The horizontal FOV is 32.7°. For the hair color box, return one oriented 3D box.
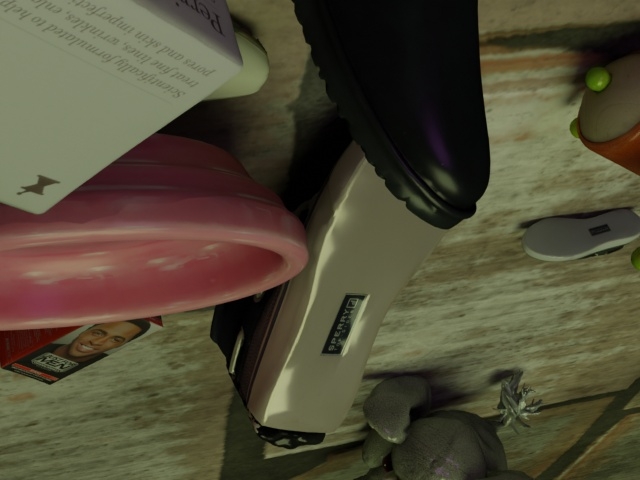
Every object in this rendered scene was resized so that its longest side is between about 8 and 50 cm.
[{"bbox_3d":[-0.228,0.084,1.033,0.141,0.043,0.072,-28,149,18],"label":"hair color box"}]

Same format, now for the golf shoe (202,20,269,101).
[{"bbox_3d":[-0.116,-0.103,0.714,0.186,0.086,0.067,-3,146,-27],"label":"golf shoe"}]

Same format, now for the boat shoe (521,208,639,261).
[{"bbox_3d":[0.273,0.001,1.149,0.142,0.049,0.040,-9,152,-18],"label":"boat shoe"}]

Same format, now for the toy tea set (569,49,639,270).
[{"bbox_3d":[0.325,-0.135,0.812,0.124,0.200,0.336,31,116,-26],"label":"toy tea set"}]

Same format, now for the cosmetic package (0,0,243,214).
[{"bbox_3d":[-0.155,-0.139,0.522,0.151,0.184,0.151,-32,149,26],"label":"cosmetic package"}]

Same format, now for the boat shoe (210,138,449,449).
[{"bbox_3d":[0.000,0.000,0.946,0.127,0.158,0.341,13,112,-36],"label":"boat shoe"}]

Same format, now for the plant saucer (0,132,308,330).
[{"bbox_3d":[-0.177,-0.002,0.790,0.332,0.084,0.332,-7,169,-1],"label":"plant saucer"}]

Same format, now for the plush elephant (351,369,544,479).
[{"bbox_3d":[0.153,0.317,1.439,0.330,0.272,0.255,-57,154,11],"label":"plush elephant"}]

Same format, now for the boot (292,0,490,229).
[{"bbox_3d":[0.089,-0.155,0.576,0.207,0.247,0.094,-28,172,26],"label":"boot"}]
